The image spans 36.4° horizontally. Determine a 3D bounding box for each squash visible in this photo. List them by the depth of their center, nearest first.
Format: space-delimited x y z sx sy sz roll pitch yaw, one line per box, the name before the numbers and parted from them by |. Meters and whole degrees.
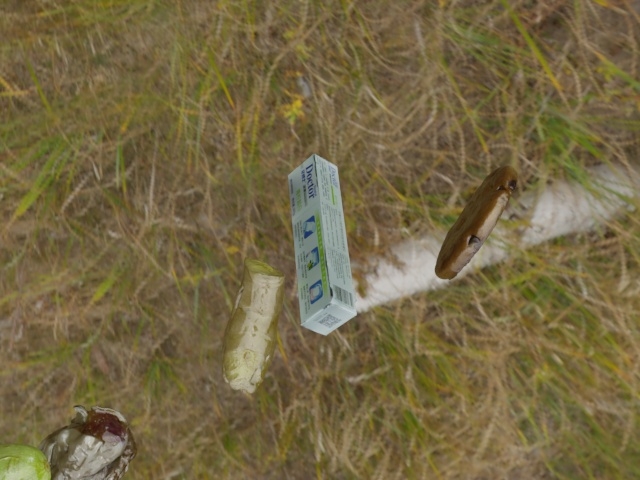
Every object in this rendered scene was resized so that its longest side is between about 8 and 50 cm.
squash | -0.619 0.418 1.598 0.370 0.118 0.118 -15 123 6

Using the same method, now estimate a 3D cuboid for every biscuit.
biscuit | 0.237 -0.030 1.504 0.036 0.212 0.212 32 105 -2

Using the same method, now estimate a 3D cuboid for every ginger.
ginger | -0.135 0.169 1.923 0.116 0.109 0.263 5 97 -56

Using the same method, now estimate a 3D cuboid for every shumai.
shumai | -0.489 0.408 1.960 0.218 0.184 0.185 -14 126 -10

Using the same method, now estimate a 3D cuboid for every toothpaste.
toothpaste | 0.000 0.000 1.700 0.067 0.336 0.081 27 131 -34
